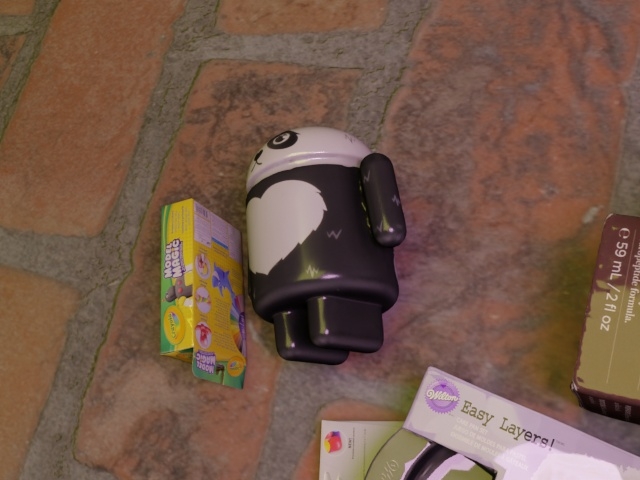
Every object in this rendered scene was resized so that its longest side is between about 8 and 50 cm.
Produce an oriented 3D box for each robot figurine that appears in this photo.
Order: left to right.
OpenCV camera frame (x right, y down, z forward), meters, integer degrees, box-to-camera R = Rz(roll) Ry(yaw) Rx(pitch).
[{"bbox_3d":[-0.003,0.000,0.828,0.209,0.173,0.278,-9,68,8],"label":"robot figurine"}]

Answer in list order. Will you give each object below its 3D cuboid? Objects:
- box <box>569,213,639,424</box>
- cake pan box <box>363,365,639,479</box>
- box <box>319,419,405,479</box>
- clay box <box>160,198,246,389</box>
[{"bbox_3d":[0.352,0.091,0.641,0.203,0.167,0.168,10,75,27],"label":"box"},{"bbox_3d":[0.169,0.280,0.672,0.267,0.070,0.245,23,74,17],"label":"cake pan box"},{"bbox_3d":[0.090,0.270,0.766,0.186,0.038,0.145,-6,69,21],"label":"box"},{"bbox_3d":[-0.147,0.073,0.893,0.053,0.127,0.221,-13,66,20],"label":"clay box"}]
